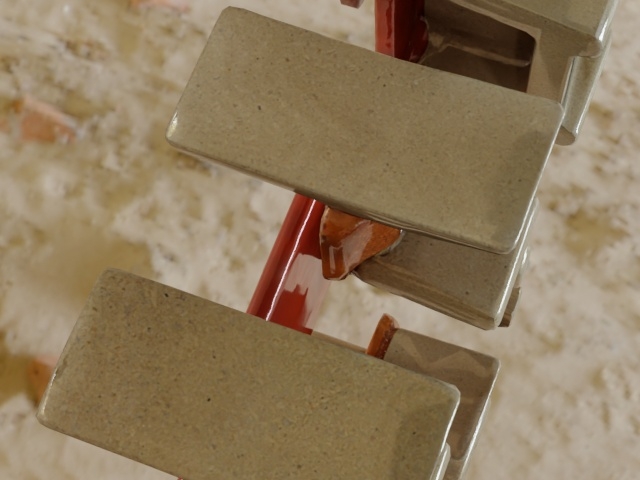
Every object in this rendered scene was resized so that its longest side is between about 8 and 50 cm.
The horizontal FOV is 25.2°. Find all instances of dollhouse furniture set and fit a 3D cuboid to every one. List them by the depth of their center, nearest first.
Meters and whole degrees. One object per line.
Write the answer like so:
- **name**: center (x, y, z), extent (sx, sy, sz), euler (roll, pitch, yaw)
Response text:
- **dollhouse furniture set**: center (0.000, 0.000, 0.474), extent (0.135, 0.262, 0.259), euler (19, 71, 10)
